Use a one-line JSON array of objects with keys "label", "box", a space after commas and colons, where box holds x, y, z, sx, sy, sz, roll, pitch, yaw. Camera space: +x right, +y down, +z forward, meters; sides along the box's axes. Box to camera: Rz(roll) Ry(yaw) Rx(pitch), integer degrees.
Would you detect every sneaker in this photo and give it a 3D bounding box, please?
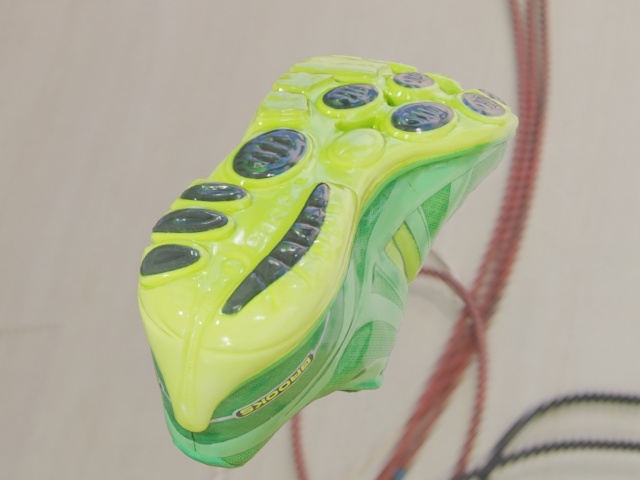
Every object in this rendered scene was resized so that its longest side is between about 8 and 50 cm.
[{"label": "sneaker", "box": [0.000, 0.000, 0.885, 0.109, 0.123, 0.295, 23, 36, 19]}]
